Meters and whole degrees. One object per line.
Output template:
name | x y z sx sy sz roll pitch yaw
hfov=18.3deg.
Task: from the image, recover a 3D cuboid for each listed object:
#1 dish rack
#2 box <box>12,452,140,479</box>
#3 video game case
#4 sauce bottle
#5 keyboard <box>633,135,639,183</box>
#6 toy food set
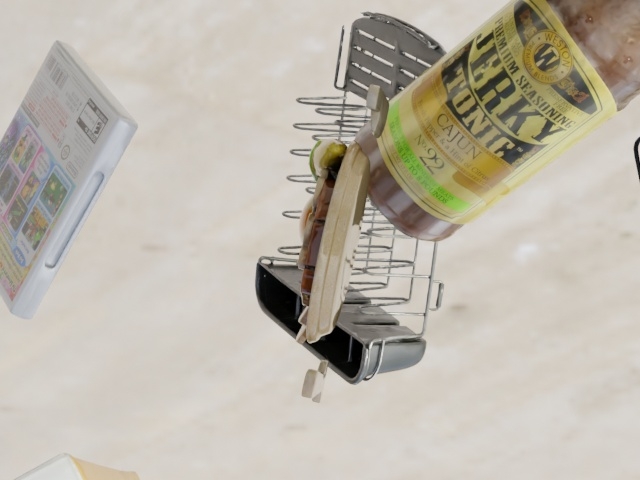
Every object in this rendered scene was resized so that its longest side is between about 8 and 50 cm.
dish rack | 0.033 -0.042 1.594 0.074 0.272 0.208 -1 -162 -28
box | -0.110 0.307 1.067 0.168 0.345 0.215 -28 171 -1
video game case | -0.178 -0.042 1.284 0.019 0.157 0.143 24 102 -30
sauce bottle | 0.165 -0.127 1.365 0.111 0.111 0.344 19 136 -35
keyboard | 0.186 -0.053 1.019 0.038 0.100 0.192 17 151 17
toy food set | 0.000 0.000 1.191 0.038 0.192 0.132 12 177 5
